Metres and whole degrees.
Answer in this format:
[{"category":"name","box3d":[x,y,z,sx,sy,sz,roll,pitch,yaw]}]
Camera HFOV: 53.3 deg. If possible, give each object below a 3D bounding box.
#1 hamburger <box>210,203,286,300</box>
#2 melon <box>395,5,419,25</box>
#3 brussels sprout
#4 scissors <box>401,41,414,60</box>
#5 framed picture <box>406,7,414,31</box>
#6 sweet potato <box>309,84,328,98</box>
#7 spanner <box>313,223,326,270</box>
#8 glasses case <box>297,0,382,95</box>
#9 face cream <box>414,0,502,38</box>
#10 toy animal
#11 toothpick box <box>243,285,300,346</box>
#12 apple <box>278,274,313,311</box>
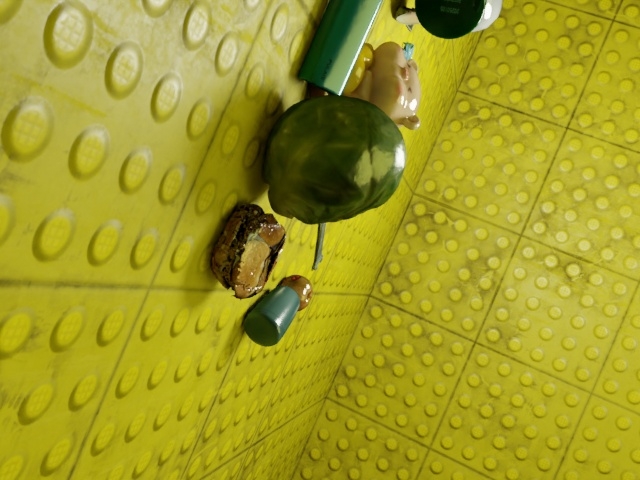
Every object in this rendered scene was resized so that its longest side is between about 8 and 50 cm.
[{"category":"hamburger","box3d":[-0.173,0.026,1.501,0.231,0.107,0.231,-53,160,-30]},{"category":"melon","box3d":[0.282,-0.718,2.029,0.182,0.098,0.054,-14,116,-51]},{"category":"brussels sprout","box3d":[0.014,-0.181,1.488,0.289,0.281,0.355,0,149,-41]},{"category":"scissors","box3d":[0.289,-0.561,2.383,0.180,0.032,0.392,-54,161,-39]},{"category":"framed picture","box3d":[0.318,-0.769,2.221,0.066,0.007,0.089,-69,165,10]},{"category":"sweet potato","box3d":[0.009,-0.414,1.585,0.056,0.056,0.194,-6,113,-73]},{"category":"spanner","box3d":[0.000,0.000,2.247,0.071,0.018,0.302,-55,162,-38]},{"category":"glasses case","box3d":[0.061,-0.495,1.490,0.117,0.070,0.300,17,102,-40]},{"category":"face cream","box3d":[0.432,-0.794,1.998,0.219,0.312,0.357,-42,-167,40]},{"category":"toy animal","box3d":[0.150,-0.380,1.685,0.277,0.247,0.345,71,35,-63]},{"category":"toothpick box","box3d":[-0.137,0.217,1.891,0.184,0.120,0.120,-53,160,-53]},{"category":"apple","box3d":[-0.083,0.174,2.043,0.126,0.102,0.126,-57,162,-30]}]
